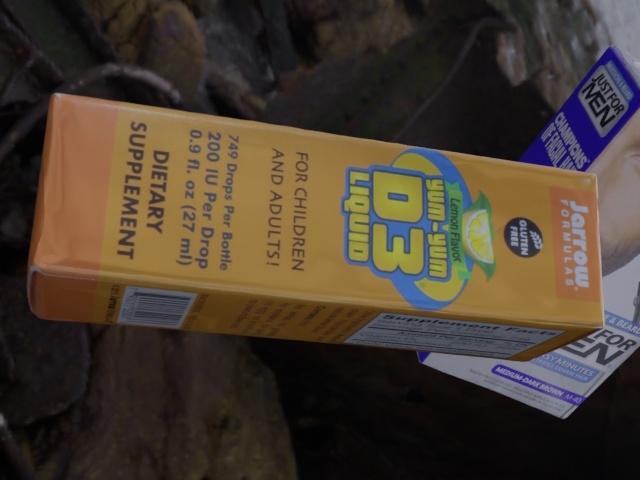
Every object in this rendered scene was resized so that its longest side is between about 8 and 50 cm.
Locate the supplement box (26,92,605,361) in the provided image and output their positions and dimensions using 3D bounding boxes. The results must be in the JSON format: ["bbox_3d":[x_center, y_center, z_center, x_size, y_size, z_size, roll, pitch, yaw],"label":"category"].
[{"bbox_3d":[0.000,0.000,0.404,0.233,0.080,0.078,7,70,-16],"label":"supplement box"}]

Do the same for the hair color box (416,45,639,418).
[{"bbox_3d":[0.254,0.007,0.906,0.185,0.339,0.110,23,31,-19],"label":"hair color box"}]
